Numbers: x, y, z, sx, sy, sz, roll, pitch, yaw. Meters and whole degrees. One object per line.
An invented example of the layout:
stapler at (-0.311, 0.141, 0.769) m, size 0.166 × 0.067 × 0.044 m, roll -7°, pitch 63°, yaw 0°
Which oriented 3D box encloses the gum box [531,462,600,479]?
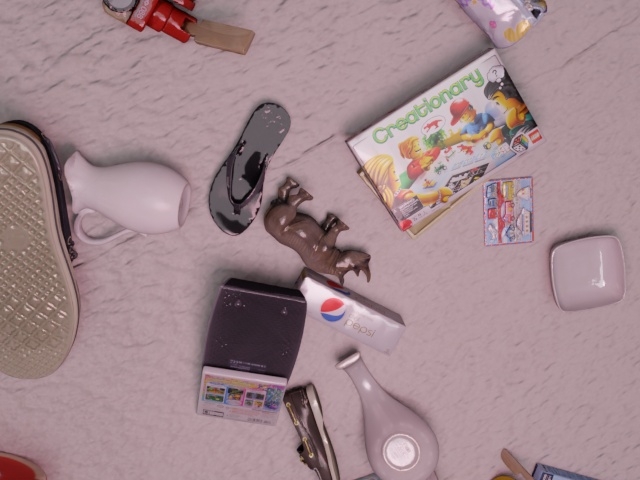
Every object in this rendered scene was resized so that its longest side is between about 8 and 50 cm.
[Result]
gum box at (0.505, 0.556, 1.696) m, size 0.184 × 0.041 × 0.157 m, roll 17°, pitch 101°, yaw -7°

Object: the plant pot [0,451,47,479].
plant pot at (-0.626, 0.531, 1.503) m, size 0.274 × 0.275 × 0.243 m, roll 15°, pitch 92°, yaw -7°

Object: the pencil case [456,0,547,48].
pencil case at (0.263, -0.454, 1.418) m, size 0.273 × 0.124 × 0.113 m, roll 42°, pitch 96°, yaw -11°

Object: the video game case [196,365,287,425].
video game case at (-0.151, 0.296, 1.563) m, size 0.157 × 0.019 × 0.143 m, roll 10°, pitch 134°, yaw -5°

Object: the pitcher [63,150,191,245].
pitcher at (-0.342, -0.059, 1.468) m, size 0.207 × 0.125 × 0.178 m, roll 10°, pitch 121°, yaw 4°

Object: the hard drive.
hard drive at (-0.124, 0.179, 1.516) m, size 0.172 × 0.054 × 0.255 m, roll 10°, pitch 127°, yaw -7°

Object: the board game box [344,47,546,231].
board game box at (0.222, -0.178, 1.472) m, size 0.305 × 0.053 × 0.193 m, roll -33°, pitch 102°, yaw 3°

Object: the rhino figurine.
rhino figurine at (0.000, 0.000, 1.522) m, size 0.243 × 0.073 × 0.106 m, roll 40°, pitch 93°, yaw -13°

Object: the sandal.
sandal at (-0.134, -0.129, 1.491) m, size 0.097 × 0.054 × 0.255 m, roll 20°, pitch 100°, yaw -8°

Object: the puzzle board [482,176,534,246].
puzzle board at (0.358, -0.054, 1.569) m, size 0.096 × 0.011 × 0.128 m, roll -5°, pitch 103°, yaw -3°

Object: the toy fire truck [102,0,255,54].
toy fire truck at (-0.218, -0.426, 1.385) m, size 0.246 × 0.158 × 0.217 m, roll 27°, pitch 99°, yaw -21°

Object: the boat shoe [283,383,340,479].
boat shoe at (-0.015, 0.394, 1.604) m, size 0.068 × 0.081 × 0.228 m, roll -15°, pitch 96°, yaw 2°

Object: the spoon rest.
spoon rest at (0.123, 0.340, 1.578) m, size 0.137 × 0.084 × 0.276 m, roll -30°, pitch 87°, yaw 3°

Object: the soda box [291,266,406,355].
soda box at (0.049, 0.133, 1.552) m, size 0.216 × 0.074 × 0.069 m, roll 27°, pitch 100°, yaw -9°

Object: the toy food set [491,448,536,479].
toy food set at (0.383, 0.546, 1.651) m, size 0.071 × 0.128 × 0.218 m, roll 19°, pitch 96°, yaw -29°

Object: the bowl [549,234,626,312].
bowl at (0.505, 0.059, 1.583) m, size 0.142 × 0.053 × 0.142 m, roll -11°, pitch 104°, yaw -2°

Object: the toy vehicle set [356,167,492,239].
toy vehicle set at (0.221, -0.147, 1.525) m, size 0.267 × 0.035 × 0.166 m, roll -39°, pitch 102°, yaw 4°

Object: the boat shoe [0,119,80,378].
boat shoe at (-0.516, 0.022, 1.449) m, size 0.186 × 0.156 × 0.500 m, roll 0°, pitch 117°, yaw -7°

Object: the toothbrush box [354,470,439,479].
toothbrush box at (0.117, 0.588, 1.631) m, size 0.295 × 0.126 × 0.216 m, roll -18°, pitch 103°, yaw -2°
